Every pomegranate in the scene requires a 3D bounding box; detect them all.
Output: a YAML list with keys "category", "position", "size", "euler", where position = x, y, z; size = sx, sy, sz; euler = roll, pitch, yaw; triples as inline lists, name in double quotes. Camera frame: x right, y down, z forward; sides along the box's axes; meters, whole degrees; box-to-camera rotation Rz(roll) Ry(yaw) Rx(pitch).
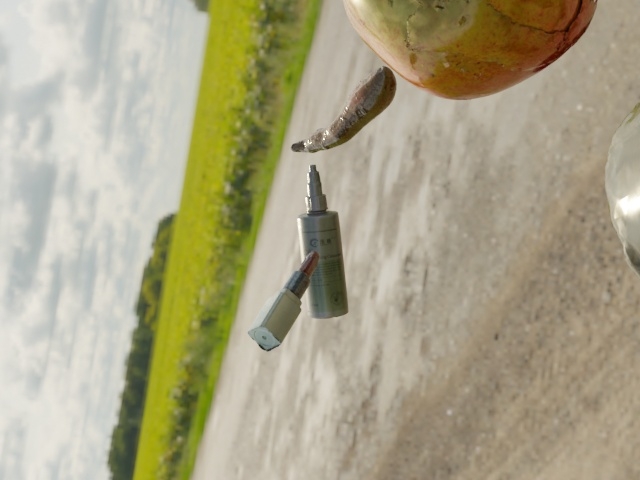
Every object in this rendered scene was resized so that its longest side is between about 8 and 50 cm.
- category: "pomegranate"
  position: [0.109, -0.214, 0.906]
  size: [0.210, 0.235, 0.210]
  euler: [2, 94, 39]

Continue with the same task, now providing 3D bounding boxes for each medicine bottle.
- category: "medicine bottle"
  position: [0.000, 0.000, 1.505]
  size: [0.057, 0.057, 0.199]
  euler: [-132, 36, -80]

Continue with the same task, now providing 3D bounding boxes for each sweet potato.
- category: "sweet potato"
  position: [0.034, -0.160, 1.531]
  size: [0.214, 0.050, 0.050]
  euler: [-39, 37, 44]

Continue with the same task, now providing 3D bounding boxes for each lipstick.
- category: "lipstick"
  position: [-0.026, 0.047, 0.991]
  size: [0.025, 0.025, 0.107]
  euler: [-29, 23, 47]

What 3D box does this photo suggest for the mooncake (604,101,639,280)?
- category: "mooncake"
  position: [0.610, -0.063, 1.568]
  size: [0.246, 0.394, 0.393]
  euler: [128, 143, -67]
